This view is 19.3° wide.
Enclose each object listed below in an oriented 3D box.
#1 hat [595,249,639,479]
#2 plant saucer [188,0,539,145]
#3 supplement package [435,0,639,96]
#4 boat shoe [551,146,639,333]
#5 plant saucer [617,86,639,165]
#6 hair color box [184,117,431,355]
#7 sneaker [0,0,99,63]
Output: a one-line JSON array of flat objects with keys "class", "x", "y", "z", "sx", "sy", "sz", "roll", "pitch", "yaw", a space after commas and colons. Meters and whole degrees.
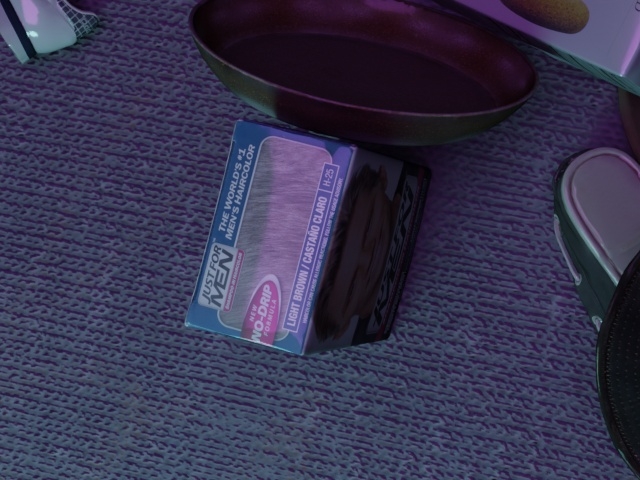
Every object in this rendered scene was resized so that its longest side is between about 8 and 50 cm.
[{"class": "hat", "x": 0.396, "y": 0.119, "z": 1.550, "sx": 0.331, "sy": 0.134, "sz": 0.331, "roll": 0, "pitch": 99, "yaw": 0}, {"class": "plant saucer", "x": 0.035, "y": -0.152, "z": 1.655, "sx": 0.310, "sy": 0.310, "sz": 0.050, "roll": 18, "pitch": 116, "yaw": 13}, {"class": "supplement package", "x": 0.210, "y": -0.238, "z": 1.663, "sx": 0.244, "sy": 0.134, "sz": 0.139, "roll": 28, "pitch": 95, "yaw": 25}, {"class": "boat shoe", "x": 0.304, "y": 0.072, "z": 1.685, "sx": 0.112, "sy": 0.095, "sz": 0.335, "roll": -24, "pitch": 85, "yaw": -7}, {"class": "plant saucer", "x": 0.398, "y": -0.143, "z": 1.653, "sx": 0.278, "sy": 0.041, "sz": 0.278, "roll": -6, "pitch": 77, "yaw": 28}, {"class": "hair color box", "x": 0.000, "y": 0.000, "z": 1.622, "sx": 0.105, "sy": 0.347, "sz": 0.174, "roll": 15, "pitch": 93, "yaw": 13}, {"class": "sneaker", "x": -0.300, "y": -0.292, "z": 1.845, "sx": 0.095, "sy": 0.090, "sz": 0.235, "roll": -24, "pitch": 87, "yaw": -1}]
